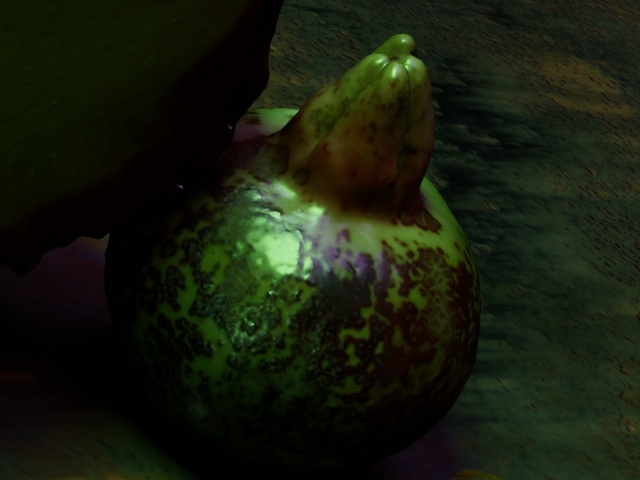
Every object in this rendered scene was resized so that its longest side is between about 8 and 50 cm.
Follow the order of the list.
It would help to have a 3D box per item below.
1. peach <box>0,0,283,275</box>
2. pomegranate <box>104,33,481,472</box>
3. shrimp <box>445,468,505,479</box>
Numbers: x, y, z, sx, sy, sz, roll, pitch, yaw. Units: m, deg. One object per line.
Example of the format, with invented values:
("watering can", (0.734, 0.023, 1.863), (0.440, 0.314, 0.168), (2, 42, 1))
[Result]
("peach", (-0.232, -0.128, 0.842), (0.406, 0.335, 0.310), (-24, 60, -26))
("pomegranate", (0.000, 0.000, 0.958), (0.214, 0.248, 0.214), (20, 34, -14))
("shrimp", (0.092, 0.161, 0.993), (0.083, 0.023, 0.114), (40, 26, 22))
